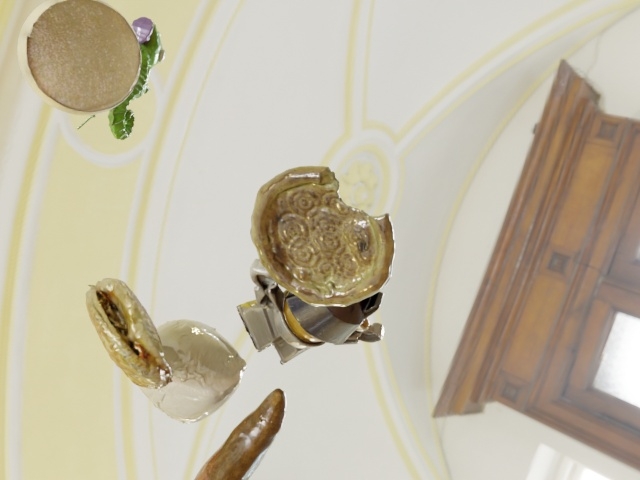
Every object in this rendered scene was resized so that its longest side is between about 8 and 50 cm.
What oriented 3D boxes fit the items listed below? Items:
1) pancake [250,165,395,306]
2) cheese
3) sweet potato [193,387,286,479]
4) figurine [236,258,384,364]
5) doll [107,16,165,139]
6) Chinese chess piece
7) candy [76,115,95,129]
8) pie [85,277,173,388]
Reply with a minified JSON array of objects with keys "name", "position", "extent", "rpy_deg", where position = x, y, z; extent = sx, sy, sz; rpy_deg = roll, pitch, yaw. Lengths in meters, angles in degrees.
[{"name":"pancake","position":[0.000,0.000,1.017],"extent":[0.212,0.235,0.029],"rpy_deg":[-61,-6,27]},{"name":"cheese","position":[-0.254,0.240,1.301],"extent":[0.189,0.198,0.154],"rpy_deg":[37,-146,-14]},{"name":"sweet potato","position":[-0.152,0.395,1.237],"extent":[0.292,0.097,0.097],"rpy_deg":[-58,-39,-21]},{"name":"figurine","position":[-0.009,0.132,1.297],"extent":[0.308,0.308,0.143],"rpy_deg":[33,-134,-51]},{"name":"doll","position":[-0.267,-0.232,0.987],"extent":[0.115,0.050,0.190],"rpy_deg":[89,-166,-63]},{"name":"Chinese chess piece","position":[-0.248,-0.191,0.713],"extent":[0.122,0.051,0.122],"rpy_deg":[-9,-71,-28]},{"name":"candy","position":[-0.426,-0.232,1.280],"extent":[0.083,0.025,0.023],"rpy_deg":[-37,-28,14]},{"name":"pie","position":[-0.313,0.155,1.118],"extent":[0.084,0.205,0.179],"rpy_deg":[-32,-24,-21]}]
